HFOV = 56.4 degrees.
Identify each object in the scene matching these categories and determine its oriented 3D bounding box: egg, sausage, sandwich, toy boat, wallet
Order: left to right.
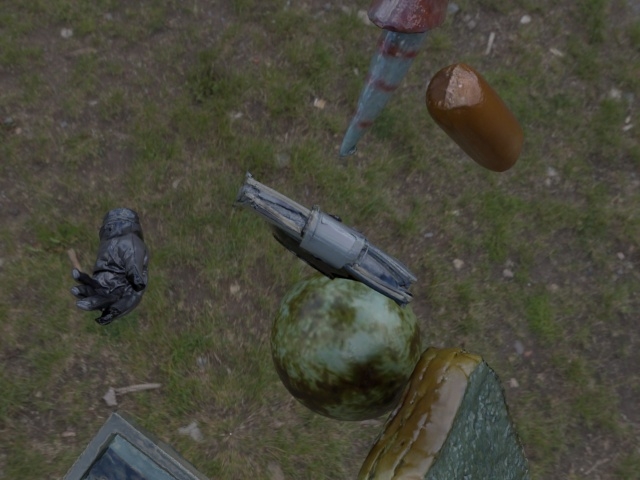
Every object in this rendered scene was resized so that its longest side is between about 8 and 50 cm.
[{"bbox_3d":[0.000,0.000,0.708,0.231,0.170,0.069,29,90,-11],"label":"wallet"},{"bbox_3d":[0.046,0.174,0.966,0.238,0.289,0.238,-13,46,13],"label":"egg"},{"bbox_3d":[0.101,-0.254,0.878,0.096,0.282,0.206,27,27,12],"label":"toy boat"},{"bbox_3d":[0.161,0.307,0.744,0.301,0.099,0.271,-48,126,-43],"label":"sandwich"},{"bbox_3d":[0.263,-0.199,0.996,0.105,0.274,0.105,-14,66,34],"label":"sausage"}]

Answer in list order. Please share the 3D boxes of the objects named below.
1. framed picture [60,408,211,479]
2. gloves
[{"bbox_3d":[-0.147,0.346,0.613,0.315,0.024,0.232,38,103,0],"label":"framed picture"},{"bbox_3d":[-0.365,0.044,1.081,0.142,0.119,0.285,-25,32,16],"label":"gloves"}]
